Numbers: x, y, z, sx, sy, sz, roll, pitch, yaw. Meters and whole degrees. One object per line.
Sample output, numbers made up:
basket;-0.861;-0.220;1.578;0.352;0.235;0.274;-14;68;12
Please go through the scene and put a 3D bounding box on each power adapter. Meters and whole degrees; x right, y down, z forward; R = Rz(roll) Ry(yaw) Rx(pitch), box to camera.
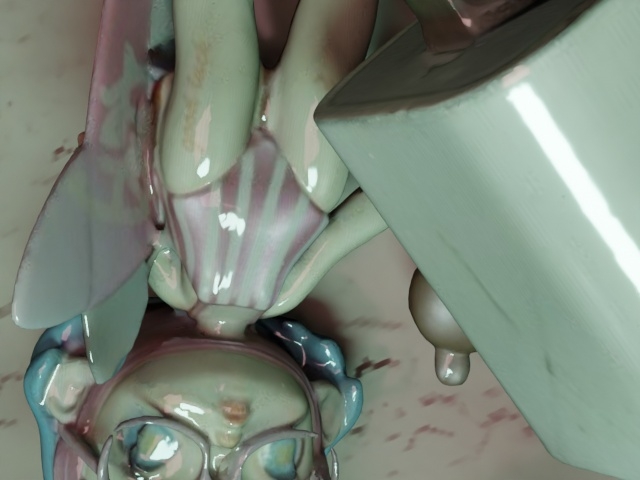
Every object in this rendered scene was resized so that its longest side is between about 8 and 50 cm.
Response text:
power adapter;0.075;-0.050;0.467;0.130;0.125;0.205;-39;105;-17

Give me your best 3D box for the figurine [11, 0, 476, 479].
figurine;-0.010;-0.003;0.556;0.205;0.103;0.260;5;101;-25
